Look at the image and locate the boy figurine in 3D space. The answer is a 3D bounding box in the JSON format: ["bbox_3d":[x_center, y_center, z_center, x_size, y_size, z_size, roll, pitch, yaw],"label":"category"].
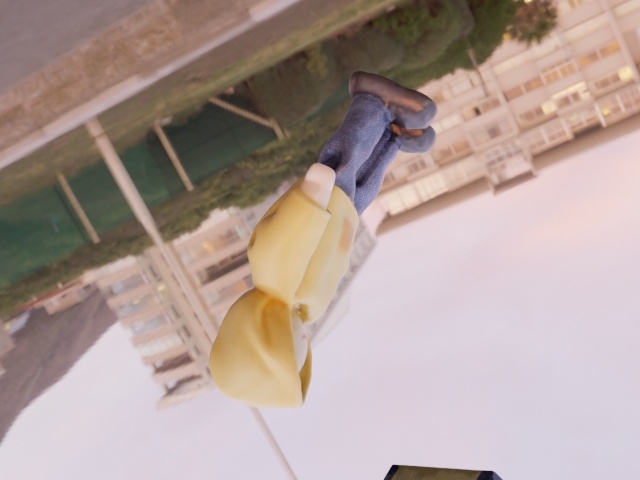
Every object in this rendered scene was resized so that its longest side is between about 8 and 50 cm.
[{"bbox_3d":[0.000,0.000,0.683,0.177,0.092,0.285,79,36,-67],"label":"boy figurine"}]

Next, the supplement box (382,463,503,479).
[{"bbox_3d":[0.072,0.159,0.417,0.056,0.083,0.083,-52,-163,-28],"label":"supplement box"}]
